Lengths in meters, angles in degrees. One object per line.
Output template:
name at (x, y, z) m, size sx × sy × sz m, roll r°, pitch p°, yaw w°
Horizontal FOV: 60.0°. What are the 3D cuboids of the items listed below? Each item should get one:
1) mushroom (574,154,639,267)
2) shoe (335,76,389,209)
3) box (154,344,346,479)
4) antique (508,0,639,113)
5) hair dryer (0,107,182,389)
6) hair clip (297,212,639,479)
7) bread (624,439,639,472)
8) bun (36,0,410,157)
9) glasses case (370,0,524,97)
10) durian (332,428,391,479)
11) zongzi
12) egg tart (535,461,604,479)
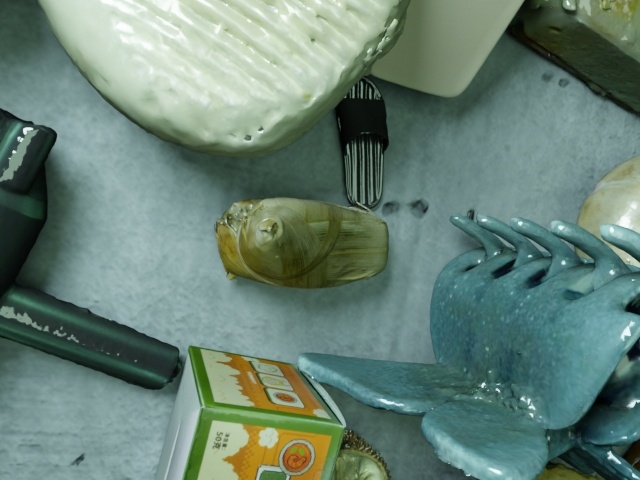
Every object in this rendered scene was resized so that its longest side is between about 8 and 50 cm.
mushroom at (0.447, 0.001, 0.708) m, size 0.254 × 0.184 × 0.255 m, roll 0°, pitch 96°, yaw -3°
shoe at (0.053, -0.113, 0.640) m, size 0.062 × 0.053 × 0.160 m, roll -5°, pitch 100°, yaw -13°
box at (-0.083, 0.236, 0.569) m, size 0.148 × 0.177 × 0.195 m, roll 15°, pitch 92°, yaw -19°
antique at (0.368, -0.263, 0.679) m, size 0.284 × 0.125 × 0.150 m, roll 15°, pitch 91°, yaw -18°
hair dryer at (-0.251, 0.036, 0.547) m, size 0.302 × 0.116 × 0.244 m, roll 31°, pitch 87°, yaw -29°
hair clip at (0.221, 0.113, 0.584) m, size 0.392 × 0.318 × 0.239 m, roll 22°, pitch 87°, yaw -16°
bread at (0.488, 0.396, 0.818) m, size 0.139 × 0.077 × 0.271 m, roll 45°, pitch 80°, yaw -19°
bun at (-0.081, -0.266, 0.498) m, size 0.359 × 0.211 × 0.360 m, roll -1°, pitch 104°, yaw -4°
glasses case at (0.158, -0.307, 0.535) m, size 0.143 × 0.076 × 0.336 m, roll 8°, pitch 130°, yaw -30°
durian at (0.021, 0.270, 0.661) m, size 0.110 × 0.071 × 0.140 m, roll -18°, pitch 114°, yaw -10°
zongzi at (0.000, 0.000, 0.559) m, size 0.194 × 0.197 × 0.099 m, roll 1°, pitch 86°, yaw -20°
egg tart at (0.244, 0.423, 0.715) m, size 0.341 × 0.132 × 0.342 m, roll -2°, pitch 96°, yaw -17°
